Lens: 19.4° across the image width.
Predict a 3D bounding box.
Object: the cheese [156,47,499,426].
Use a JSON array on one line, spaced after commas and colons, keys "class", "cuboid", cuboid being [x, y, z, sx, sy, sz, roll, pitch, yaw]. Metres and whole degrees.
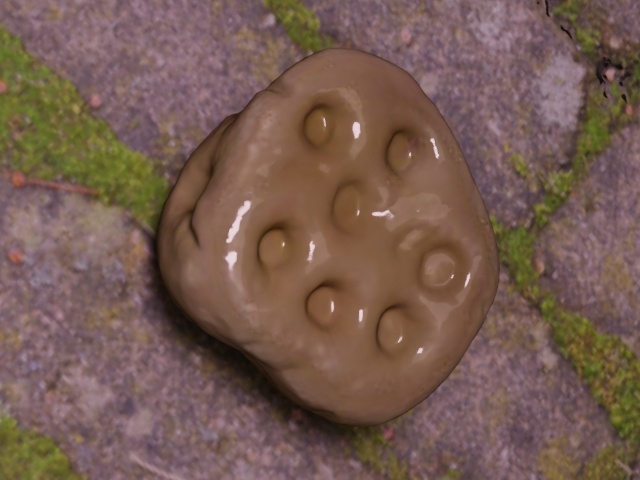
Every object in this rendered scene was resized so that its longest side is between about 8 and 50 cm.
[{"class": "cheese", "cuboid": [0.000, 0.000, 1.170, 0.218, 0.117, 0.235, -2, 87, -29]}]
